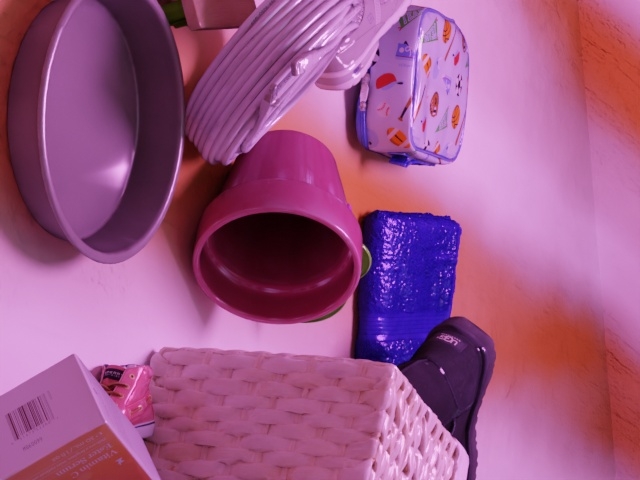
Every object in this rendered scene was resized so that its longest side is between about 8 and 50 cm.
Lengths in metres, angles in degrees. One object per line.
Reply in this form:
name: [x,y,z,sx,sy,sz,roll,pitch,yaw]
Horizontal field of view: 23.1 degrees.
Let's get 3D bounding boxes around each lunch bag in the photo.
lunch bag: [0.141,-0.228,2.400,0.303,0.115,0.243,8,89,-68]

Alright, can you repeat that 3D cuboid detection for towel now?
towel: [0.140,0.108,2.444,0.227,0.076,0.308,0,93,-55]

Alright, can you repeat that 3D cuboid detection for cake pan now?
cake pan: [-0.226,-0.123,1.596,0.293,0.054,0.293,4,90,-67]

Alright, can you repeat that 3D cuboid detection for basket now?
basket: [-0.042,0.317,1.758,0.266,0.331,0.328,57,43,-53]

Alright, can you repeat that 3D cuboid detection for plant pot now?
plant pot: [-0.047,-0.028,1.894,0.180,0.201,0.201,-86,164,-46]

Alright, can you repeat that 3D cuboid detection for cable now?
cable: [-0.059,-0.195,1.791,0.257,0.089,0.257,-48,-179,45]

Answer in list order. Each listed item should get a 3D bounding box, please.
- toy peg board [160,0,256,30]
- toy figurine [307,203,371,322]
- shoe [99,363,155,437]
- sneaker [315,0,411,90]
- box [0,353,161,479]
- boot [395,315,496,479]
toy peg board: [-0.152,-0.307,1.745,0.161,0.079,0.161,-22,98,-67]
toy figurine: [0.000,0.000,2.062,0.130,0.173,0.159,44,32,-23]
shoe: [-0.225,0.172,1.643,0.178,0.063,0.081,2,89,-71]
sneaker: [0.056,-0.342,2.178,0.115,0.105,0.281,67,35,-48]
box: [-0.240,0.210,1.484,0.091,0.130,0.170,57,-3,39]
boot: [0.067,0.337,2.199,0.445,0.146,0.367,-31,135,-52]
